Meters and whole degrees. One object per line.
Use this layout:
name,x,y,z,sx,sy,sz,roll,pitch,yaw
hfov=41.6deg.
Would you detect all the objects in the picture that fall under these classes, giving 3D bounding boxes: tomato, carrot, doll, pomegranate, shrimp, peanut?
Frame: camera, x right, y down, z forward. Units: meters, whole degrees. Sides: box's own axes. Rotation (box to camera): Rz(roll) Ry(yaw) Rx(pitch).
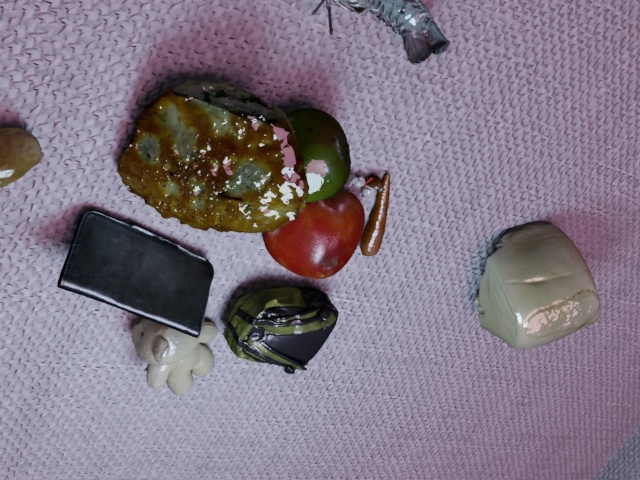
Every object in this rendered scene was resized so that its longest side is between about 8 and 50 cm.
tomato,0.000,0.000,1.782,0.233,0.139,0.200,-2,134,-28
carrot,0.129,-0.056,1.878,0.048,0.048,0.216,-3,123,-27
doll,-0.319,0.237,1.837,0.149,0.175,0.278,7,144,14
doll,0.096,-0.124,1.804,0.058,0.040,0.085,-35,137,17
pomegranate,-0.053,-0.153,1.610,0.225,0.187,0.187,-15,136,11
shrimp,0.083,-0.441,1.456,0.221,0.166,0.410,-28,155,27
peanut,-0.574,-0.139,1.372,0.236,0.120,0.110,-10,166,-29

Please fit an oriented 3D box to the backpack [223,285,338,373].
backpack,-0.088,0.197,1.898,0.253,0.140,0.207,10,119,-39

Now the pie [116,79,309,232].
pie,-0.189,-0.137,1.520,0.355,0.103,0.288,15,128,3

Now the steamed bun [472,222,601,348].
steamed bun,0.535,0.106,2.119,0.290,0.273,0.272,-28,119,-11

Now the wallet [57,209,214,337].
wallet,-0.349,0.065,1.647,0.318,0.045,0.172,26,67,-37
